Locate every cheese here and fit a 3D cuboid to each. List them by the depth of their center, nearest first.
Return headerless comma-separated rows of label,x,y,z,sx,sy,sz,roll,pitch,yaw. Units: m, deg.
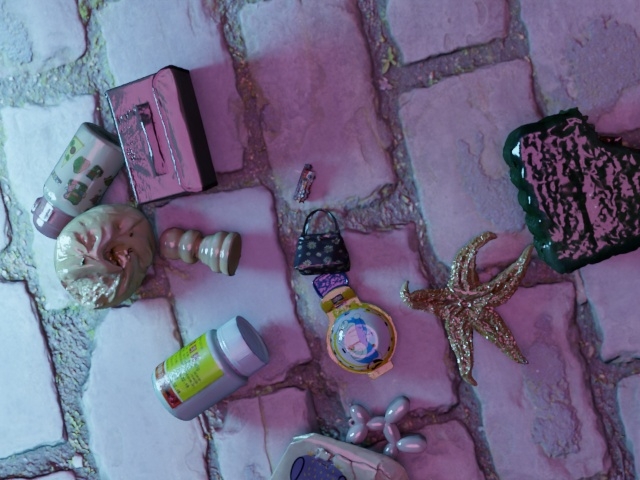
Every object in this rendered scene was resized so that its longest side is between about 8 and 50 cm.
cheese,0.067,0.176,1.786,0.156,0.064,0.250,-32,80,7

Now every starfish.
starfish,0.329,0.143,1.758,0.299,0.060,0.303,-16,89,1

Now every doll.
doll,0.131,0.405,1.807,0.160,0.059,0.161,-25,94,6

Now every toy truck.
toy truck,-0.033,-0.121,1.782,0.032,0.024,0.083,28,103,31

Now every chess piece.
chess piece,-0.261,0.018,1.790,0.170,0.094,0.094,8,97,8

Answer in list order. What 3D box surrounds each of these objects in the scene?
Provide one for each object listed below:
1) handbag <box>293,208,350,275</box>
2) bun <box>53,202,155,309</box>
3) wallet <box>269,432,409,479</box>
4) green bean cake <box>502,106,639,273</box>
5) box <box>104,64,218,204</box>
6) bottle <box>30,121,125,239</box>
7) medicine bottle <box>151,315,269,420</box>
handbag,0.000,0.000,1.773,0.115,0.072,0.139,-6,80,10
bun,-0.449,0.039,1.761,0.209,0.116,0.237,10,103,-26
wallet,0.043,0.552,1.810,0.335,0.068,0.275,17,109,6
green bean cake,0.542,-0.119,1.658,0.307,0.169,0.300,-18,96,6
box,-0.322,-0.211,1.724,0.153,0.188,0.252,-15,97,4
bottle,-0.516,-0.118,1.782,0.120,0.120,0.253,36,97,1
medicine bottle,-0.232,0.270,1.786,0.225,0.139,0.139,-34,92,8
